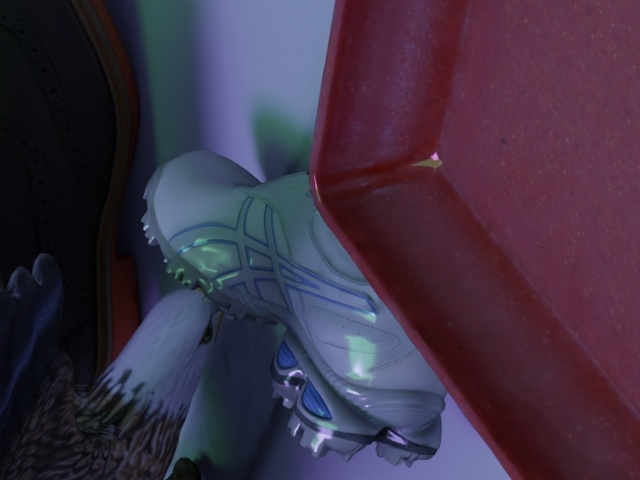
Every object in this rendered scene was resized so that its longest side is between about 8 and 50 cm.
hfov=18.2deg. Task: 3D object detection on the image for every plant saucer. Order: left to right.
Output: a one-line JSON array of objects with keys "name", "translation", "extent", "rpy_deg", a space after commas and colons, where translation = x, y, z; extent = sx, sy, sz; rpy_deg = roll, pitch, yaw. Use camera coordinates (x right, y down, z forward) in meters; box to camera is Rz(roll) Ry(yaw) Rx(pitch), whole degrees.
[{"name": "plant saucer", "translation": [0.090, -0.029, 0.489], "extent": [0.258, 0.047, 0.259], "rpy_deg": [54, 149, 36]}]

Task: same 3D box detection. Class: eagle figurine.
[{"name": "eagle figurine", "translation": [-0.116, 0.080, 0.780], "extent": [0.226, 0.298, 0.225], "rpy_deg": [-3, 60, 33]}]

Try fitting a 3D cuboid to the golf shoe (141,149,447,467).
[{"name": "golf shoe", "translation": [0.000, 0.000, 0.698], "extent": [0.176, 0.069, 0.086], "rpy_deg": [45, 119, 45]}]

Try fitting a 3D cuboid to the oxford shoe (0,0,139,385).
[{"name": "oxford shoe", "translation": [-0.142, -0.027, 0.879], "extent": [0.097, 0.098, 0.271], "rpy_deg": [14, 126, 31]}]
